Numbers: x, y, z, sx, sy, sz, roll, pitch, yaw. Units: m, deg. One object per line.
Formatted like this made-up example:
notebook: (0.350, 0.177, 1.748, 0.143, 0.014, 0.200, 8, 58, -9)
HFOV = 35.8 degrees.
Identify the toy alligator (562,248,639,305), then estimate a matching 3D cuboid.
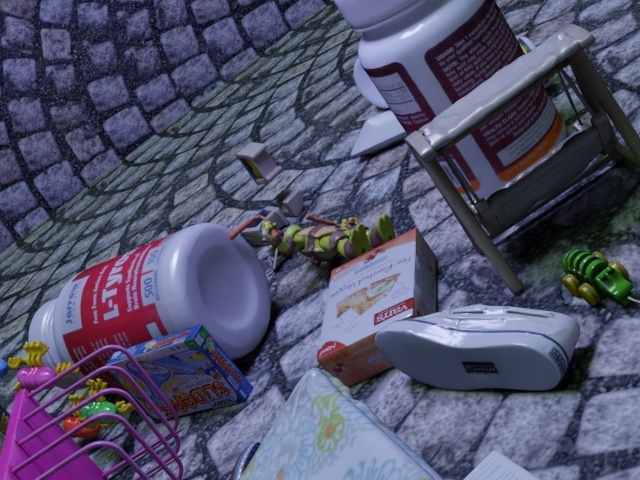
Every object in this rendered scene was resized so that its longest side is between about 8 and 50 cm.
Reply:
toy alligator: (0.335, 0.044, 1.175, 0.056, 0.051, 0.190, -39, 23, -5)

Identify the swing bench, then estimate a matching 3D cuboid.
swing bench: (0.274, -0.118, 1.314, 0.253, 0.254, 0.165, -34, 22, 4)

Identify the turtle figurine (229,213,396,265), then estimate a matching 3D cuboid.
turtle figurine: (0.000, 0.000, 1.647, 0.217, 0.087, 0.269, 1, 3, 44)

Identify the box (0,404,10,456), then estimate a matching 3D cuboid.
box: (-0.520, 0.369, 1.597, 0.056, 0.183, 0.231, -35, 22, 6)

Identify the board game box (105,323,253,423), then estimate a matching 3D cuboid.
board game box: (-0.221, 0.210, 1.539, 0.201, 0.136, 0.035, -20, 27, 35)

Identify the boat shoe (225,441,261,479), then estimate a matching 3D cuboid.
boat shoe: (-0.108, 0.328, 1.237, 0.066, 0.066, 0.183, -26, 25, 27)

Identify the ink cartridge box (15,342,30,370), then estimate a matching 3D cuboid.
ink cartridge box: (-0.497, 0.178, 2.099, 0.239, 0.060, 0.275, -10, 34, 50)

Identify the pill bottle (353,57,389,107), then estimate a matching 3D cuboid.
pill bottle: (0.187, -0.388, 2.106, 0.130, 0.130, 0.246, -11, 22, 46)

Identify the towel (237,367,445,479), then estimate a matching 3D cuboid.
towel: (-0.010, 0.326, 0.964, 0.320, 0.090, 0.374, -56, 26, -1)

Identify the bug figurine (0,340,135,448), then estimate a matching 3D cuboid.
bug figurine: (-0.432, 0.250, 1.596, 0.216, 0.279, 0.072, -17, 42, 46)

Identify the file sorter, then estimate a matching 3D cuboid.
file sorter: (-0.307, 0.308, 1.387, 0.182, 0.202, 0.290, -33, 23, 3)

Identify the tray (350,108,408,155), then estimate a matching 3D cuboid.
tray: (0.190, -0.245, 1.976, 0.270, 0.030, 0.145, -22, 26, 31)

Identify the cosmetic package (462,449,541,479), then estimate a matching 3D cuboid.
cosmetic package: (0.193, 0.286, 0.867, 0.117, 0.085, 0.231, -41, 25, -10)

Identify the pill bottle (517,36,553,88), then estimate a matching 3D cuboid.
pill bottle: (0.311, -0.271, 1.758, 0.184, 0.103, 0.103, -33, 23, 7)

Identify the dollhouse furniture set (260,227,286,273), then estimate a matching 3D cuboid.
dollhouse furniture set: (-0.075, 0.026, 1.856, 0.114, 0.091, 0.081, 150, 129, -83)

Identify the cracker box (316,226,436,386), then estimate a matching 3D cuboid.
cracker box: (0.085, 0.093, 1.419, 0.156, 0.067, 0.232, -28, 24, 21)

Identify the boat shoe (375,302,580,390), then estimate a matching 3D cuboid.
boat shoe: (0.186, 0.117, 1.195, 0.267, 0.096, 0.088, -7, 32, 48)

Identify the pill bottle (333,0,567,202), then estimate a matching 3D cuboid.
pill bottle: (0.198, -0.269, 1.537, 0.224, 0.392, 0.224, -30, 23, 14)

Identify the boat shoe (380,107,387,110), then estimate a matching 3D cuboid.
boat shoe: (0.140, -0.332, 2.213, 0.056, 0.048, 0.153, -41, 13, 22)

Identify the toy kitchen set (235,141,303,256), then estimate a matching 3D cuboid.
toy kitchen set: (-0.163, -0.068, 1.957, 0.207, 0.166, 0.122, -46, 24, -23)

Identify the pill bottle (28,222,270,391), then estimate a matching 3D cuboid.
pill bottle: (-0.303, 0.131, 1.690, 0.408, 0.229, 0.229, -20, 27, 34)
